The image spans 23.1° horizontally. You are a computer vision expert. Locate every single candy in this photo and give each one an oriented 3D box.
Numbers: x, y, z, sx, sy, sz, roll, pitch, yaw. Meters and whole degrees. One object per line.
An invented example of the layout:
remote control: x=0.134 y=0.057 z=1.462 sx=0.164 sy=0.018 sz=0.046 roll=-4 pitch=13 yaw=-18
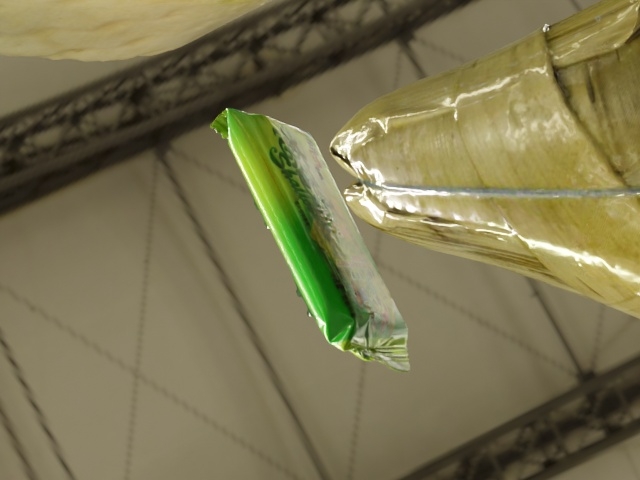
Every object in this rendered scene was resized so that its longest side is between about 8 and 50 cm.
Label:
candy: x=0.001 y=-0.001 z=0.949 sx=0.178 sy=0.032 sz=0.102 roll=63 pitch=-159 yaw=16

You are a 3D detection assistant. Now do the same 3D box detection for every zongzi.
zongzi: x=0.147 y=0.011 z=0.783 sx=0.115 sy=0.228 sz=0.256 roll=-28 pitch=-84 yaw=-57

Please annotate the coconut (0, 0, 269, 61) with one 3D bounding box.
coconut: x=-0.071 y=-0.187 z=0.544 sx=0.259 sy=0.259 sz=0.259 roll=20 pitch=-126 yaw=-30
